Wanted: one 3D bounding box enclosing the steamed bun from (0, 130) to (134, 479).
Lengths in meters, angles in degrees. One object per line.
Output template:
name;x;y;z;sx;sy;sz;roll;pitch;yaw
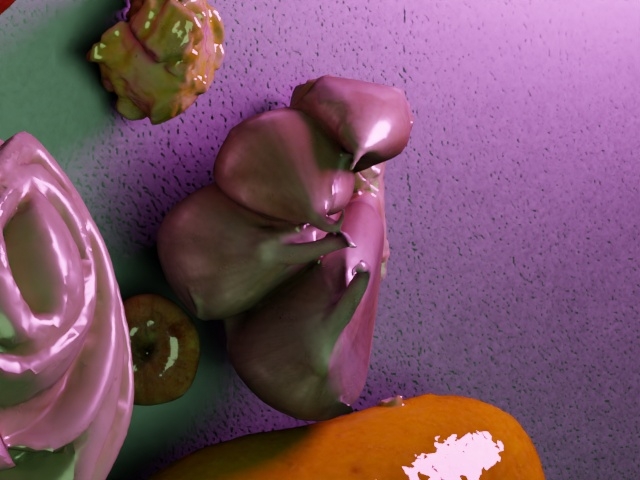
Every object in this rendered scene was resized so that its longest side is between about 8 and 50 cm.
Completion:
steamed bun;-0.264;0.058;1.210;0.368;0.255;0.342;45;47;-34

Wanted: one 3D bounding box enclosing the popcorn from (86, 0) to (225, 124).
popcorn;-0.115;-0.141;1.427;0.097;0.089;0.109;-29;123;-63

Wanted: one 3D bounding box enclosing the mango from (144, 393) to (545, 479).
mango;-0.005;0.268;1.452;0.445;0.220;0.301;-38;98;-31

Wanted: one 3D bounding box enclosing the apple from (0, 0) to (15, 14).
apple;-0.293;-0.251;1.232;0.251;0.206;0.272;-49;115;-21

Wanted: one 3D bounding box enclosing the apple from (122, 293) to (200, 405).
apple;-0.128;0.081;1.441;0.084;0.071;0.084;0;92;-6

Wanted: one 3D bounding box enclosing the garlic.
garlic;0.000;0.000;1.420;0.210;0.292;0.237;43;114;-8
